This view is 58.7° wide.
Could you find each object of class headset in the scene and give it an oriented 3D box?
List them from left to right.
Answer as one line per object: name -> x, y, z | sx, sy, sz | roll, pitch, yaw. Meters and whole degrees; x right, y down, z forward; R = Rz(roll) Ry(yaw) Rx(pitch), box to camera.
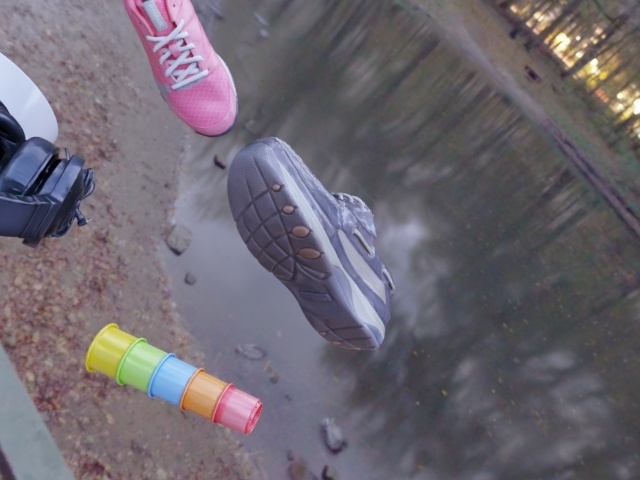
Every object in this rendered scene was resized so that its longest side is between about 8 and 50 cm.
headset -> -0.416, -0.072, 0.724 | 0.243, 0.185, 0.394 | 35, 9, 6

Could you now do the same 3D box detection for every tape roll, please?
tape roll -> -0.568, -0.180, 0.884 | 0.246, 0.246, 0.169 | 36, 57, -17

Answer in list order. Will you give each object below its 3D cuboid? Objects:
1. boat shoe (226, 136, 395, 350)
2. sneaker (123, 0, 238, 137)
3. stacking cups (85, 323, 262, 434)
boat shoe -> 0.000, 0.000, 0.758 | 0.130, 0.132, 0.355 | -59, 136, -34
sneaker -> -0.225, -0.294, 0.828 | 0.136, 0.116, 0.314 | -89, 154, -80
stacking cups -> -0.254, 0.245, 1.014 | 0.316, 0.096, 0.096 | 19, 27, 8
